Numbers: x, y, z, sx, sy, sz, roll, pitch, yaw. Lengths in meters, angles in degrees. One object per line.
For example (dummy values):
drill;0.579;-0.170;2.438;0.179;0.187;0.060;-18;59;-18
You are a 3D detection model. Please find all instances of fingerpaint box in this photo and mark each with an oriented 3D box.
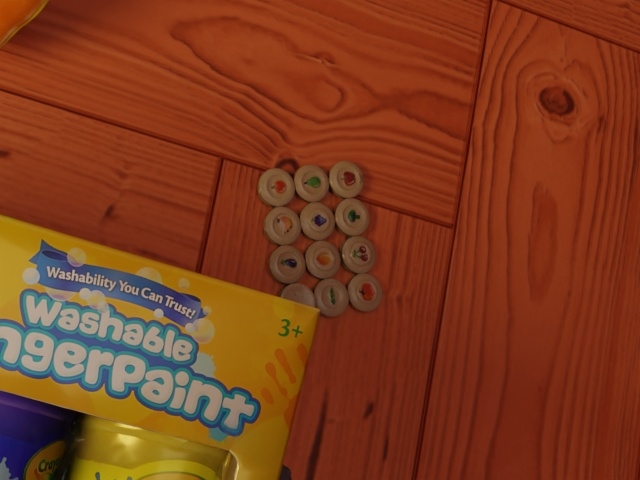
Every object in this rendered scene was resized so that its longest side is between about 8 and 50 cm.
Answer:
fingerpaint box;-0.263;0.168;1.125;0.445;0.163;0.371;18;78;-19

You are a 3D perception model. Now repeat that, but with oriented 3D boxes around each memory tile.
memory tile;0.000;0.000;1.488;0.113;0.012;0.148;-7;84;-26

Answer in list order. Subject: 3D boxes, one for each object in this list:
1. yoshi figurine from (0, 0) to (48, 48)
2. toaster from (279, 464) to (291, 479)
yoshi figurine;-0.391;-0.305;1.293;0.362;0.203;0.203;35;95;-30
toaster;-0.146;0.180;1.323;0.146;0.129;0.227;-45;102;-23
